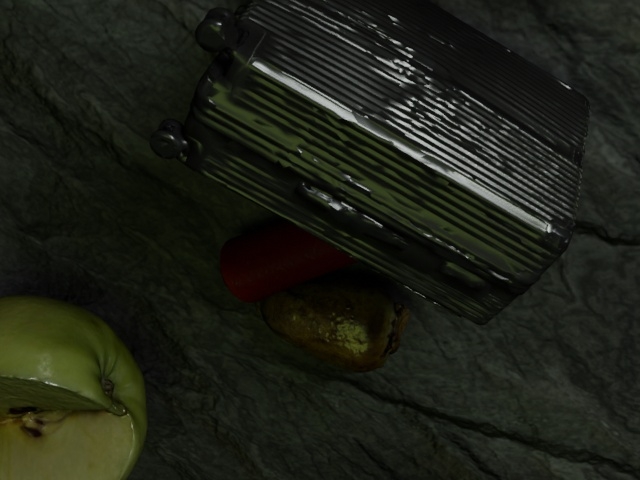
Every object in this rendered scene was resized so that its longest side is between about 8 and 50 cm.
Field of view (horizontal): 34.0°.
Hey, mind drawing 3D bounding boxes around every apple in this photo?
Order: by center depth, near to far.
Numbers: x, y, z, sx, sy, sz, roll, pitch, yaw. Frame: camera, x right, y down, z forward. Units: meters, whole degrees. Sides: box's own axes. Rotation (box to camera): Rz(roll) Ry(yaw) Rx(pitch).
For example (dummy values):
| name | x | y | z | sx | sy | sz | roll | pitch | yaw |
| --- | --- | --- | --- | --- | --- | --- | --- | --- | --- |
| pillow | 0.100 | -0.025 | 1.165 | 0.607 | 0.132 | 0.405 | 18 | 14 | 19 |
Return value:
| name | x | y | z | sx | sy | sz | roll | pitch | yaw |
| --- | --- | --- | --- | --- | --- | --- | --- | --- | --- |
| apple | -0.354 | 0.202 | 1.321 | 0.257 | 0.233 | 0.295 | -16 | 114 | 14 |

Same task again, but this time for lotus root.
| name | x | y | z | sx | sy | sz | roll | pitch | yaw |
| --- | --- | --- | --- | --- | --- | --- | --- | --- | --- |
| lotus root | 0.001 | 0.090 | 1.191 | 0.190 | 0.094 | 0.108 | 9 | 114 | 18 |

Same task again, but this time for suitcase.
| name | x | y | z | sx | sy | sz | roll | pitch | yaw |
| --- | --- | --- | --- | --- | --- | --- | --- | --- | --- |
| suitcase | 0.058 | -0.105 | 0.897 | 0.335 | 0.230 | 0.152 | 29 | 134 | -6 |

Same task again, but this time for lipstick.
| name | x | y | z | sx | sy | sz | roll | pitch | yaw |
| --- | --- | --- | --- | --- | --- | --- | --- | --- | --- |
| lipstick | 0.000 | 0.000 | 1.118 | 0.241 | 0.080 | 0.080 | -22 | 120 | 33 |
